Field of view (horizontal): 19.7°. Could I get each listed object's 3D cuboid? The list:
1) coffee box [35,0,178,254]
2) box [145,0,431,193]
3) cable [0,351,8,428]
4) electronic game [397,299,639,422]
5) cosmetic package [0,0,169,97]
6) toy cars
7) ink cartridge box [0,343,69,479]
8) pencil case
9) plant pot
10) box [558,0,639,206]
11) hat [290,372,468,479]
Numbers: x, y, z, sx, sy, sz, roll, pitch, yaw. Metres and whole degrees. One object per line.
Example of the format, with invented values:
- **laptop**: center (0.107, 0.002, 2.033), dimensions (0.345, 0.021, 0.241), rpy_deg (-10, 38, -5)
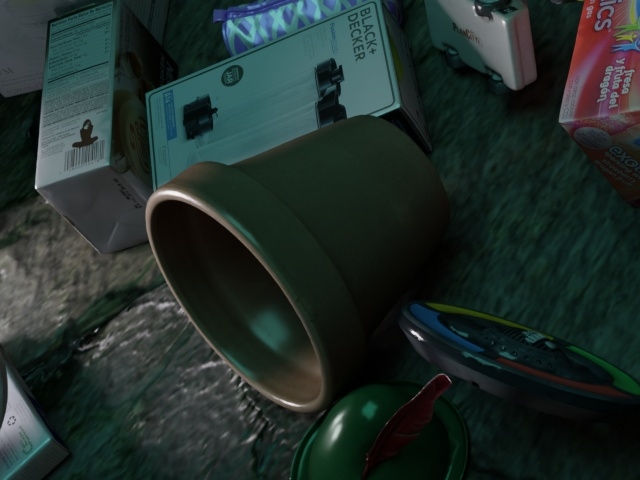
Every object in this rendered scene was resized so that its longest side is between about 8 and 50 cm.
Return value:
- **coffee box**: center (-0.234, -0.129, 2.052), dimensions (0.098, 0.141, 0.246), rpy_deg (-17, 50, 19)
- **box**: center (-0.038, -0.129, 1.976), dimensions (0.290, 0.087, 0.169), rpy_deg (-20, 51, 16)
- **cable**: center (-0.434, 0.164, 1.819), dimensions (0.257, 0.257, 0.089), rpy_deg (-50, 38, -4)
- **electronic game**: center (0.177, 0.102, 1.611), dimensions (0.229, 0.229, 0.048), rpy_deg (27, 101, 39)
- **cosmetic package**: center (-0.330, -0.301, 2.170), dimensions (0.224, 0.224, 0.138), rpy_deg (-11, 54, 24)
- **toy cars**: center (0.202, -0.257, 1.809), dimensions (0.087, 0.393, 0.176), rpy_deg (-21, 77, -17)
- **ink cartridge box**: center (-0.401, 0.223, 1.959), dimensions (0.224, 0.045, 0.223), rpy_deg (-40, 48, -1)
- **pencil case**: center (-0.008, -0.250, 2.045), dimensions (0.206, 0.088, 0.086), rpy_deg (-19, 49, 18)
- **plant pot**: center (0.000, 0.000, 1.783), dimensions (0.229, 0.263, 0.263), rpy_deg (-37, 45, -24)
- **box**: center (0.347, -0.200, 1.757), dimensions (0.142, 0.154, 0.300), rpy_deg (-7, 54, 36)
- **hat**: center (0.030, 0.160, 1.667), dimensions (0.208, 0.183, 0.173), rpy_deg (-32, 50, 6)
